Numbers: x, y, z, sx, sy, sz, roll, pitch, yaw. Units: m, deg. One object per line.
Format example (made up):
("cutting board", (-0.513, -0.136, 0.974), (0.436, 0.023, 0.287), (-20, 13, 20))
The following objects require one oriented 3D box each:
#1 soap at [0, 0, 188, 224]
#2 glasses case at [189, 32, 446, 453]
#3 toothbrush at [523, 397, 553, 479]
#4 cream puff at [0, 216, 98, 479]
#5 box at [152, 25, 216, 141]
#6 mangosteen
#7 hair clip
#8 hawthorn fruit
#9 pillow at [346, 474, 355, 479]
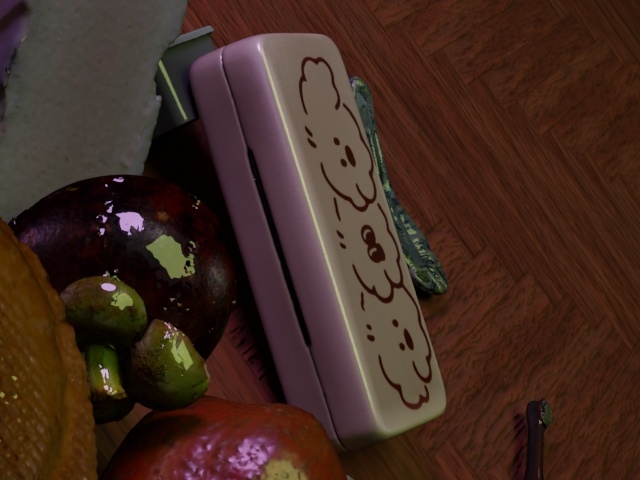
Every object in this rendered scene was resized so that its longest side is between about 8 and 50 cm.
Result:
("soap", (-0.162, -0.134, 1.237), (0.159, 0.258, 0.302), (12, 52, -53))
("glasses case", (0.000, 0.000, 1.449), (0.144, 0.076, 0.336), (-13, 85, -61))
("toothbrush", (0.186, 0.268, 1.569), (0.041, 0.041, 0.364), (43, 32, -22))
("cream puff", (-0.258, 0.104, 0.909), (0.303, 0.212, 0.303), (34, 44, -40))
("box", (-0.127, -0.123, 1.462), (0.069, 0.084, 0.122), (64, 29, -5))
("mangosteen", (-0.139, 0.044, 1.156), (0.166, 0.166, 0.180), (42, 23, -23))
("hair clip", (0.065, -0.049, 1.711), (0.066, 0.036, 0.229), (-5, 71, -52))
("hawthorn fruit", (-0.065, 0.192, 1.146), (0.189, 0.189, 0.189), (36, 34, -30))
("pillow", (0.068, 0.281, 1.300), (0.270, 0.067, 0.173), (50, 20, -49))
